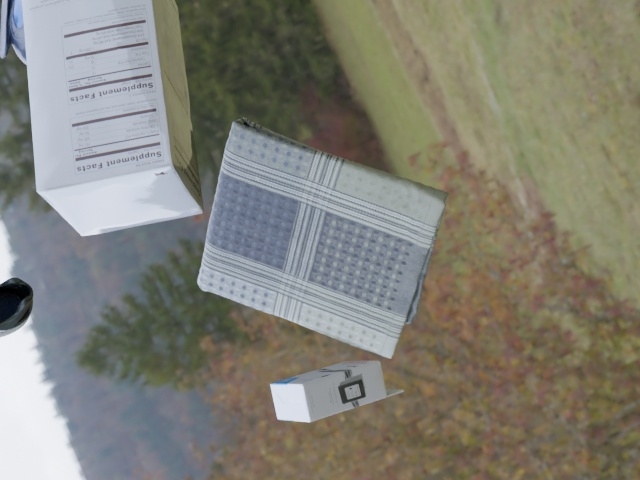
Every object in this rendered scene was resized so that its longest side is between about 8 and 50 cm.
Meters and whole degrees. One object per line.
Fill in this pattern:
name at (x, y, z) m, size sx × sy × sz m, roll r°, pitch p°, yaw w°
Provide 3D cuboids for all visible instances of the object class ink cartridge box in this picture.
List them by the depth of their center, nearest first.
ink cartridge box at (0.027, 0.226, 1.842) m, size 0.104 × 0.180 × 0.060 m, roll -11°, pitch 92°, yaw 58°

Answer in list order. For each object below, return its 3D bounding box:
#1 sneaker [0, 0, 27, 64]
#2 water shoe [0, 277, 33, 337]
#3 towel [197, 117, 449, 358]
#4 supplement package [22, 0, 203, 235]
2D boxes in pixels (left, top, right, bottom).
sneaker at (-0.384, -0.397, 1.693) m, size 0.236 × 0.130 × 0.323 m, roll 49°, pitch 135°, yaw 46°
water shoe at (-0.420, 0.094, 1.344) m, size 0.073 × 0.203 × 0.080 m, roll 55°, pitch 147°, yaw 11°
towel at (0.000, 0.000, 1.686) m, size 0.056 × 0.324 × 0.312 m, roll -60°, pitch -11°, yaw -52°
supplement package at (-0.208, -0.147, 1.197) m, size 0.139 × 0.133 × 0.244 m, roll 67°, pitch -167°, yaw -70°
